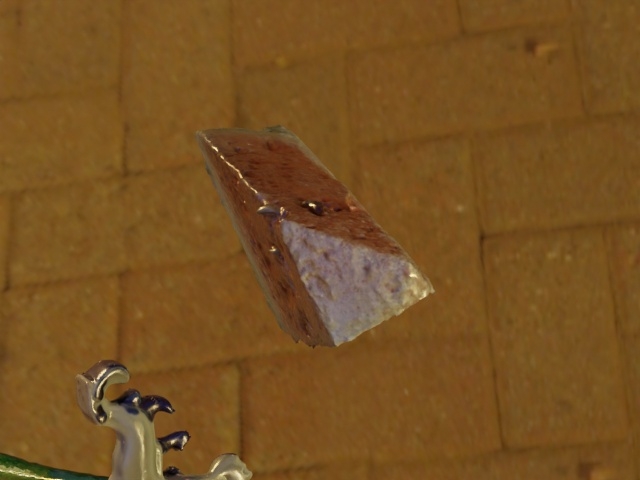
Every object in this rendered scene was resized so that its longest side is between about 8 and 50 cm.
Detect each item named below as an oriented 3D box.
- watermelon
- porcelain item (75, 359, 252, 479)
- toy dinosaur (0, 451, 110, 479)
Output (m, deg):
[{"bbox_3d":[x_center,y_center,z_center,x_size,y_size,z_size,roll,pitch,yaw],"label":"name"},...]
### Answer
[{"bbox_3d":[0.000,0.000,0.927,0.094,0.154,0.241,-33,17,-3],"label":"watermelon"},{"bbox_3d":[-0.066,0.114,0.716,0.075,0.136,0.021,-12,14,-26],"label":"porcelain item"},{"bbox_3d":[-0.345,0.091,1.109,0.447,0.300,0.087,-2,25,-23],"label":"toy dinosaur"}]
